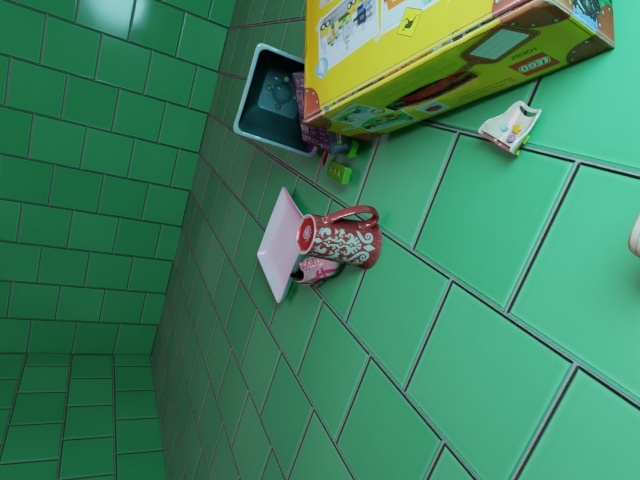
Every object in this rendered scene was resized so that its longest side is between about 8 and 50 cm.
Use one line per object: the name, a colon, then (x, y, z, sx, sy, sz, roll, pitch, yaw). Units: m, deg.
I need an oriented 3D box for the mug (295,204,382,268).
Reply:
mug: (0.043, -0.019, 0.976, 0.113, 0.170, 0.150, 31, 109, 60)

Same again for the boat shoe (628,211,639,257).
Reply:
boat shoe: (0.424, -0.069, 0.393, 0.285, 0.103, 0.092, -54, 33, 29)

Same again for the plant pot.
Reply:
plant pot: (-0.107, -0.427, 1.308, 0.252, 0.248, 0.246, -109, 37, -64)

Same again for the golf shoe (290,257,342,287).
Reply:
golf shoe: (-0.009, 0.070, 1.129, 0.186, 0.086, 0.067, -44, 44, 45)

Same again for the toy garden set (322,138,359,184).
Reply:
toy garden set: (0.066, -0.286, 1.140, 0.204, 0.049, 0.244, -135, 54, -60)

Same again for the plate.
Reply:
plate: (-0.109, 0.010, 1.362, 0.277, 0.045, 0.277, -67, 31, 24)

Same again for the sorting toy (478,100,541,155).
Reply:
sorting toy: (0.309, -0.182, 0.690, 0.075, 0.045, 0.083, -58, 35, 22)

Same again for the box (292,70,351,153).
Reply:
box: (0.001, -0.329, 1.091, 0.233, 0.059, 0.183, -136, 34, -61)

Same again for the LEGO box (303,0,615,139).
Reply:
LEGO box: (0.184, -0.430, 0.752, 0.501, 0.193, 0.371, -6, 82, 54)
